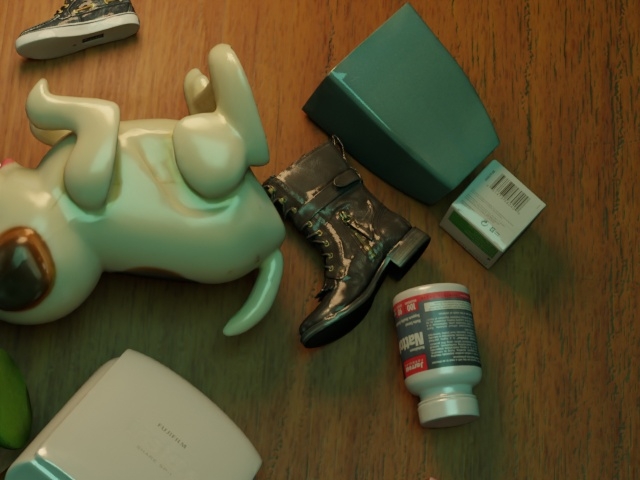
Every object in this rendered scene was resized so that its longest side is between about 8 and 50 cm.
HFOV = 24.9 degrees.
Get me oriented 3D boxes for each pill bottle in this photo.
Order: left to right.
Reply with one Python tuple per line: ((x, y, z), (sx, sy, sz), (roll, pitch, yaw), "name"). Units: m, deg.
((0.162, 0.157, 1.962), (0.108, 0.108, 0.180), (-5, 72, -10), "pill bottle")

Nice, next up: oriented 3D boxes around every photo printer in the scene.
((-0.215, 0.281, 1.794), (0.256, 0.107, 0.307), (40, 31, -1), "photo printer")

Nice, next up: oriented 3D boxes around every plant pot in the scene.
((0.125, -0.175, 2.046), (0.165, 0.165, 0.234), (-43, 90, -19), "plant pot")

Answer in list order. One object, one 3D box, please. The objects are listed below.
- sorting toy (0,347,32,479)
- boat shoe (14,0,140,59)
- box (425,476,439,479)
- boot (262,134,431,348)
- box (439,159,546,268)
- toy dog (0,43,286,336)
((-0.424, 0.225, 1.780), (0.126, 0.366, 0.127), (-17, 34, 11), "sorting toy")
((-0.356, -0.319, 2.075), (0.183, 0.065, 0.083), (-16, 73, -20), "boat shoe")
((0.143, 0.449, 1.852), (0.128, 0.122, 0.257), (23, 70, 1), "box")
((0.000, 0.000, 2.014), (0.229, 0.091, 0.263), (42, 67, 12), "boot")
((0.242, -0.036, 2.051), (0.101, 0.087, 0.102), (43, 72, 7), "box")
((-0.277, -0.032, 1.905), (0.408, 0.284, 0.395), (-20, 101, -14), "toy dog")
